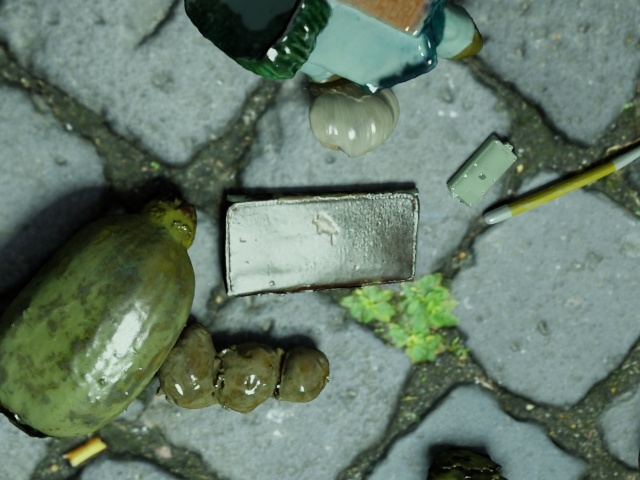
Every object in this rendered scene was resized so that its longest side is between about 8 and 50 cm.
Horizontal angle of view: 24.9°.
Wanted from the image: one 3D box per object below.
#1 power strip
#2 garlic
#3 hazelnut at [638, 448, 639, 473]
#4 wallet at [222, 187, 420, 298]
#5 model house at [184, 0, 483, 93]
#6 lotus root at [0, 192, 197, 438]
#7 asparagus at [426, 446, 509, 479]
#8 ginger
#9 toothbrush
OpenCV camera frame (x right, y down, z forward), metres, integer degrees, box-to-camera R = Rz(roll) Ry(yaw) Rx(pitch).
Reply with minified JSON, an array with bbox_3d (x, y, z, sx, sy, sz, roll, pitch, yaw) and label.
[{"bbox_3d":[0.187,-0.080,1.681,0.040,0.016,0.090,38,100,-25],"label":"power strip"},{"bbox_3d":[0.039,-0.132,1.590,0.113,0.074,0.094,-17,108,-23],"label":"garlic"},{"bbox_3d":[0.507,0.260,1.832,0.214,0.176,0.214,-27,139,-26],"label":"hazelnut"},{"bbox_3d":[0.000,0.000,1.665,0.232,0.031,0.122,-4,111,-15],"label":"wallet"},{"bbox_3d":[0.050,-0.256,1.499,0.291,0.184,0.253,24,100,-37],"label":"model house"},{"bbox_3d":[-0.242,0.078,1.579,0.173,0.173,0.309,34,95,-25],"label":"lotus root"},{"bbox_3d":[0.177,0.444,1.866,0.108,0.128,0.382,14,116,20],"label":"asparagus"},{"bbox_3d":[-0.087,0.154,1.686,0.204,0.080,0.104,8,106,-15],"label":"ginger"},{"bbox_3d":[0.326,-0.078,1.713,0.288,0.021,0.024,-24,108,-2],"label":"toothbrush"}]
